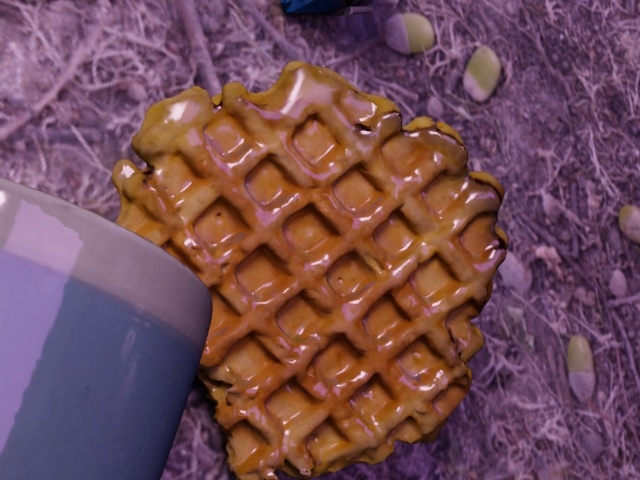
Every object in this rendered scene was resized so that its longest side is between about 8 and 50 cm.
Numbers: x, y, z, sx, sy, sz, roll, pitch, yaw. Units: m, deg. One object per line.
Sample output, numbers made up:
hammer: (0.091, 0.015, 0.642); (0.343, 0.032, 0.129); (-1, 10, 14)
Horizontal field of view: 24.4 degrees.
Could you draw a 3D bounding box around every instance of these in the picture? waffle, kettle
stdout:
waffle: (-0.015, 0.031, 0.992); (0.300, 0.058, 0.282); (24, 96, -21)
kettle: (-0.255, 0.141, 0.759); (0.319, 0.247, 0.342); (17, 75, -1)

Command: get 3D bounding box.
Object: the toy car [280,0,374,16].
toy car: (-0.009, -0.259, 1.105); (0.100, 0.097, 0.191); (-8, 84, -38)
